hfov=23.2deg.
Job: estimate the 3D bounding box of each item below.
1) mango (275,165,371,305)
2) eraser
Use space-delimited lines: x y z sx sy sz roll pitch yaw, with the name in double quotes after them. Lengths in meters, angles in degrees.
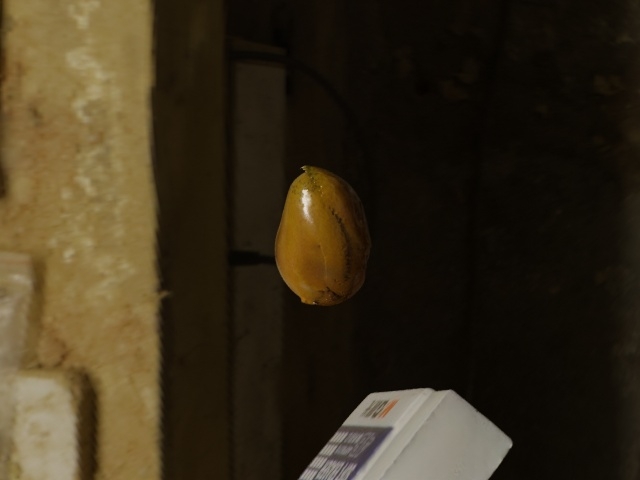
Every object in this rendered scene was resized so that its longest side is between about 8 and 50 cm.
0.000 0.000 1.193 0.077 0.063 0.127 16 133 16 "mango"
0.064 0.197 1.351 0.081 0.279 0.124 42 77 -4 "eraser"
